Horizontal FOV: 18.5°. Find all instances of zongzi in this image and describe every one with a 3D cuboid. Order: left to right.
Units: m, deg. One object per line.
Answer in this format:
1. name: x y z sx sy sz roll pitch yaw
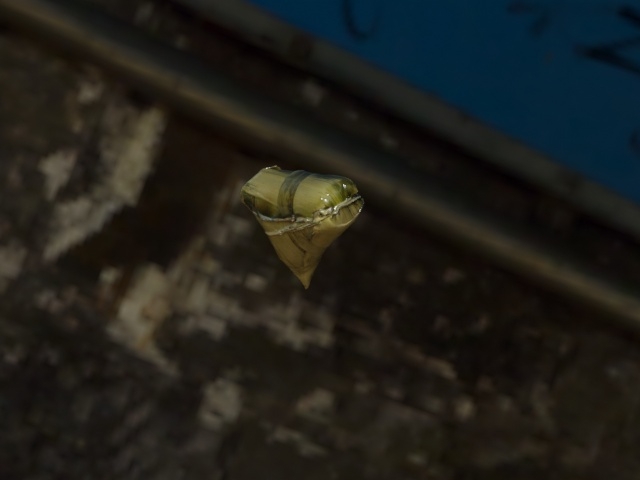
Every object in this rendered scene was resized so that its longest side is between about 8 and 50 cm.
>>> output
1. zongzi: 0.000 0.000 1.100 0.076 0.040 0.083 11 -49 47
